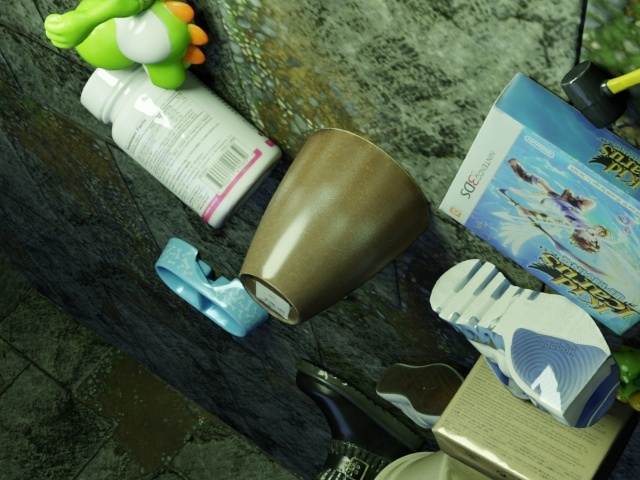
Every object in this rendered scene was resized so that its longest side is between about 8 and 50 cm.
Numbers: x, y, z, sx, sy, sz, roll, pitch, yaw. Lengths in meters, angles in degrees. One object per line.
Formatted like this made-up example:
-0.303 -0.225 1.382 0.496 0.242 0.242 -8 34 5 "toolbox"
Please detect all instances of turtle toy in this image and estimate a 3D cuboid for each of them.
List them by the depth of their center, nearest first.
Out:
0.424 0.193 1.187 0.130 0.066 0.095 42 -179 1 "turtle toy"

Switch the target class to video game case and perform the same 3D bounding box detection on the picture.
0.280 -0.028 1.012 0.270 0.061 0.244 36 158 9 "video game case"

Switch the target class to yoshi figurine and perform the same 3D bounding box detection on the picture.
-0.285 -0.333 1.189 0.203 0.204 0.362 45 166 32 "yoshi figurine"

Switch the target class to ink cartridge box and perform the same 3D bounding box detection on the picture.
0.314 0.268 1.334 0.235 0.193 0.088 25 155 35 "ink cartridge box"

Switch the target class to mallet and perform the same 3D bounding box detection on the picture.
0.299 -0.143 0.807 0.062 0.039 0.190 49 152 -21 "mallet"

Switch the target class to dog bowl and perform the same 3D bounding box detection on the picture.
-0.256 0.113 2.100 0.297 0.074 0.166 35 157 13 "dog bowl"

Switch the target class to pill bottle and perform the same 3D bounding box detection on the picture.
-0.212 -0.166 1.395 0.283 0.160 0.160 41 158 -1 "pill bottle"

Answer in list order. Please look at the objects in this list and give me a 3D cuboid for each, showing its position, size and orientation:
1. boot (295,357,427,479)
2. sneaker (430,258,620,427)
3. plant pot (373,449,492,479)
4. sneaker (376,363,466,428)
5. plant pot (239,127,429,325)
0.030 0.446 1.994 0.348 0.260 0.131 37 175 5 "boot"
0.295 0.149 1.222 0.182 0.127 0.315 44 178 -33 "sneaker"
0.278 0.523 1.765 0.334 0.334 0.305 37 146 8 "plant pot"
0.218 0.293 1.674 0.123 0.106 0.290 40 168 -17 "sneaker"
0.000 0.000 1.280 0.215 0.230 0.215 33 157 16 "plant pot"
